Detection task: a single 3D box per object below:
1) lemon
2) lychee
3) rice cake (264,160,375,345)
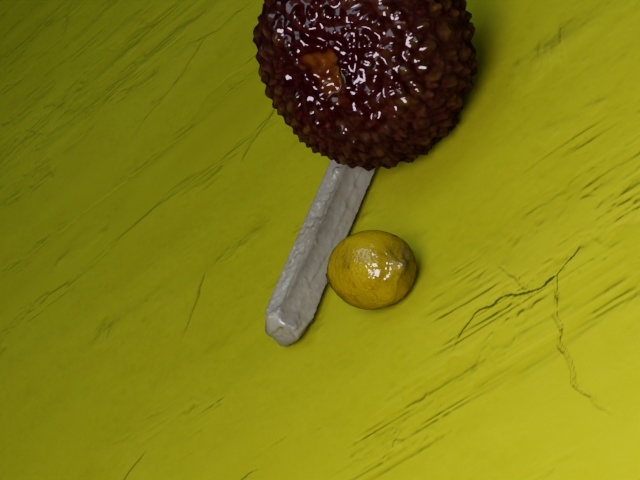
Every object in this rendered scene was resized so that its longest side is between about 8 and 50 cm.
[{"bbox_3d":[0.054,0.029,1.951,0.111,0.082,0.082,-7,50,51],"label":"lemon"},{"bbox_3d":[0.060,-0.214,2.094,0.271,0.271,0.271,-39,28,26],"label":"lychee"},{"bbox_3d":[0.000,0.000,2.117,0.057,0.052,0.256,112,-179,-62],"label":"rice cake"}]
